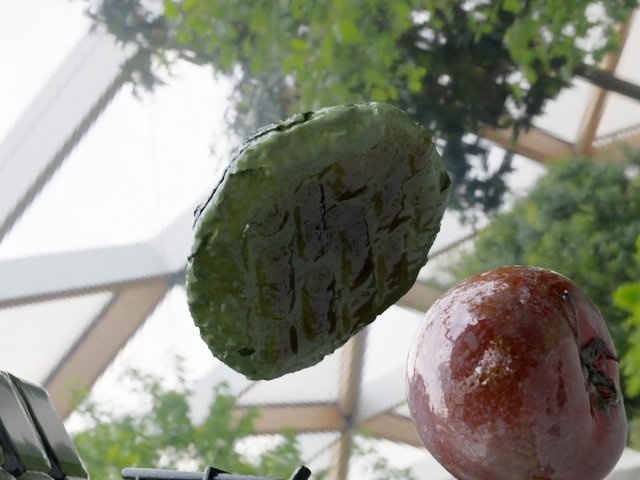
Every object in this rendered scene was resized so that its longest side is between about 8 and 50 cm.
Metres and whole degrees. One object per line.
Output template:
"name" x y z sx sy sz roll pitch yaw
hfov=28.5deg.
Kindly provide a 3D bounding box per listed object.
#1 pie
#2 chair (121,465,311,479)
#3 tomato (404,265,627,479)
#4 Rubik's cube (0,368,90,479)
"pie" 0.000 0.000 1.204 0.306 0.071 0.306 -21 -50 -27
"chair" -0.082 0.295 1.184 0.141 0.260 0.154 27 -113 -38
"tomato" 0.213 0.161 1.406 0.270 0.227 0.270 32 -131 -46
"Rubik's cube" -0.304 0.279 0.887 0.301 0.305 0.304 -29 -14 -1
